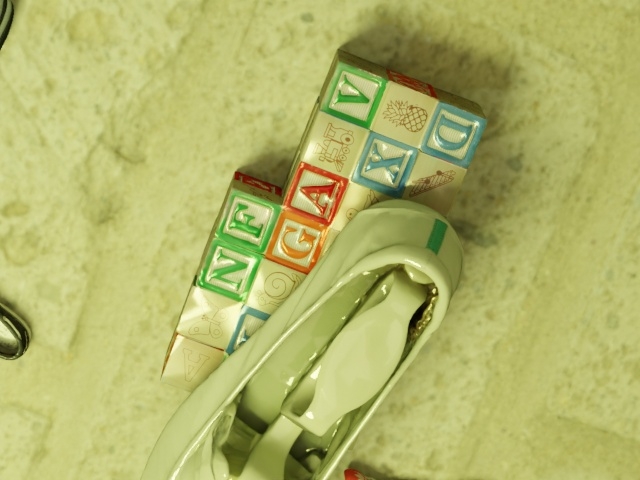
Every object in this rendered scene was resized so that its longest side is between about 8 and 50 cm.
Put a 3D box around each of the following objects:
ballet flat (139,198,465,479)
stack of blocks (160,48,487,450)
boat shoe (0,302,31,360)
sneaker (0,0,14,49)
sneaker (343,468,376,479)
[{"bbox_3d":[-0.028,0.142,1.496,0.139,0.139,0.400,35,102,-8],"label":"ballet flat"},{"bbox_3d":[0.000,0.000,1.575,0.171,0.087,0.297,21,102,-5],"label":"stack of blocks"},{"bbox_3d":[-0.298,0.058,1.609,0.125,0.038,0.046,39,100,-9],"label":"boat shoe"},{"bbox_3d":[-0.333,-0.121,1.561,0.098,0.083,0.224,31,99,16],"label":"sneaker"},{"bbox_3d":[0.053,0.228,1.645,0.161,0.057,0.075,-16,108,6],"label":"sneaker"}]
